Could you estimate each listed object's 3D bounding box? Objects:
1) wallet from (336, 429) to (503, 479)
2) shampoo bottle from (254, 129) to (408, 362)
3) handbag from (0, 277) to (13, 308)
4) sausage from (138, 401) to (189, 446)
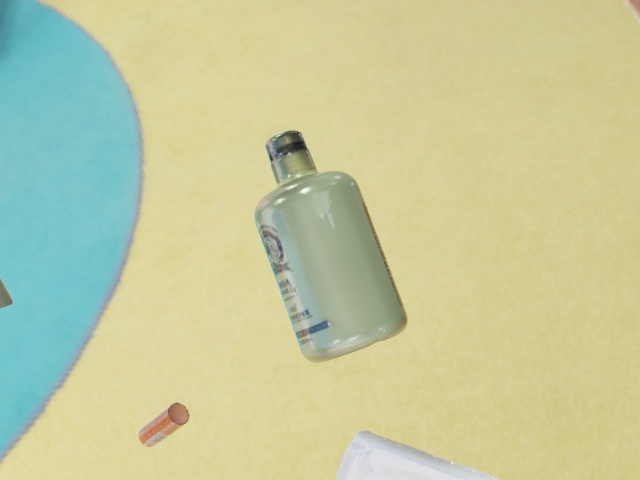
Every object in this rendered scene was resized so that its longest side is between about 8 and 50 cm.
[{"bbox_3d":[0.103,0.253,1.092,0.183,0.124,0.032,19,31,12],"label":"wallet"},{"bbox_3d":[0.000,0.000,0.806,0.079,0.162,0.079,-20,-3,-1],"label":"shampoo bottle"},{"bbox_3d":[-0.418,0.036,1.108,0.109,0.315,0.241,-14,12,41],"label":"handbag"},{"bbox_3d":[-0.229,0.268,1.641,0.034,0.129,0.034,16,57,-25],"label":"sausage"}]
